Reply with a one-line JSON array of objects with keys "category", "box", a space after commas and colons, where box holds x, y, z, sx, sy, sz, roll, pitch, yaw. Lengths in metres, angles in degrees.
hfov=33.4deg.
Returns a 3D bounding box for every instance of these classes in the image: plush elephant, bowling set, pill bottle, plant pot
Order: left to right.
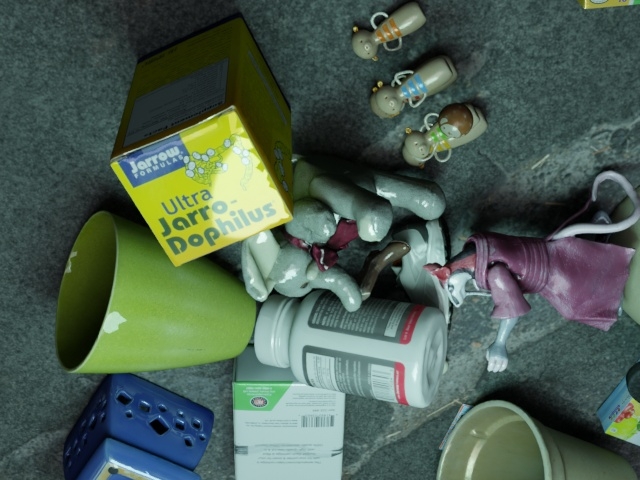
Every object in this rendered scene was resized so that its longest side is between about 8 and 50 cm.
[{"category": "plant pot", "box": [-0.358, 0.429, 2.051, 0.236, 0.212, 0.236, 27, 118, -19]}, {"category": "plant pot", "box": [-0.271, 0.116, 1.849, 0.293, 0.275, 0.275, 15, 122, -30]}, {"category": "plush elephant", "box": [0.000, 0.000, 1.773, 0.330, 0.272, 0.255, 20, 109, 18]}, {"category": "pill bottle", "box": [0.051, 0.182, 1.891, 0.318, 0.176, 0.176, 8, 125, 21]}, {"category": "bowling set", "box": [0.151, -0.213, 1.682, 0.154, 0.200, 0.287, -28, 115, 16]}, {"category": "plant pot", "box": [0.444, 0.499, 2.089, 0.305, 0.334, 0.334, 14, 122, -28]}]

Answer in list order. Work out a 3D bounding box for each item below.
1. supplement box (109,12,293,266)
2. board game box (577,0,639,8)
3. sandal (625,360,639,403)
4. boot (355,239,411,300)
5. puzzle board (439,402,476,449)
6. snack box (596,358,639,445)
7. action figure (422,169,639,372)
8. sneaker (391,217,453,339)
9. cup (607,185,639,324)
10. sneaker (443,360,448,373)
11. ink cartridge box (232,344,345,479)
[{"category": "supplement box", "box": [-0.165, -0.160, 1.600, 0.194, 0.357, 0.195, -22, 120, 12]}, {"category": "board game box", "box": [0.507, -0.513, 1.579, 0.242, 0.064, 0.317, -6, 123, 1]}, {"category": "sandal", "box": [0.751, 0.252, 2.005, 0.445, 0.107, 0.167, 8, 144, -22]}, {"category": "boot", "box": [0.099, 0.056, 1.834, 0.037, 0.114, 0.106, 45, 140, -16]}, {"category": "puzzle board", "box": [0.309, 0.391, 2.175, 0.096, 0.011, 0.128, 15, 120, -12]}, {"category": "snack box", "box": [0.687, 0.334, 2.121, 0.207, 0.070, 0.174, 21, 118, -17]}, {"category": "action figure", "box": [0.354, 0.044, 1.789, 0.370, 0.248, 0.276, 2, 129, -22]}, {"category": "sneaker", "box": [0.187, 0.082, 1.933, 0.108, 0.100, 0.272, -3, 117, 11]}, {"category": "cup", "box": [0.673, 0.069, 1.855, 0.331, 0.237, 0.331, -1, 123, -1]}, {"category": "sneaker", "box": [0.168, 0.260, 2.047, 0.161, 0.075, 0.057, -2, 123, -1]}, {"category": "ink cartridge box", "box": [-0.062, 0.350, 2.066, 0.211, 0.121, 0.289, 1, 123, -3]}]
